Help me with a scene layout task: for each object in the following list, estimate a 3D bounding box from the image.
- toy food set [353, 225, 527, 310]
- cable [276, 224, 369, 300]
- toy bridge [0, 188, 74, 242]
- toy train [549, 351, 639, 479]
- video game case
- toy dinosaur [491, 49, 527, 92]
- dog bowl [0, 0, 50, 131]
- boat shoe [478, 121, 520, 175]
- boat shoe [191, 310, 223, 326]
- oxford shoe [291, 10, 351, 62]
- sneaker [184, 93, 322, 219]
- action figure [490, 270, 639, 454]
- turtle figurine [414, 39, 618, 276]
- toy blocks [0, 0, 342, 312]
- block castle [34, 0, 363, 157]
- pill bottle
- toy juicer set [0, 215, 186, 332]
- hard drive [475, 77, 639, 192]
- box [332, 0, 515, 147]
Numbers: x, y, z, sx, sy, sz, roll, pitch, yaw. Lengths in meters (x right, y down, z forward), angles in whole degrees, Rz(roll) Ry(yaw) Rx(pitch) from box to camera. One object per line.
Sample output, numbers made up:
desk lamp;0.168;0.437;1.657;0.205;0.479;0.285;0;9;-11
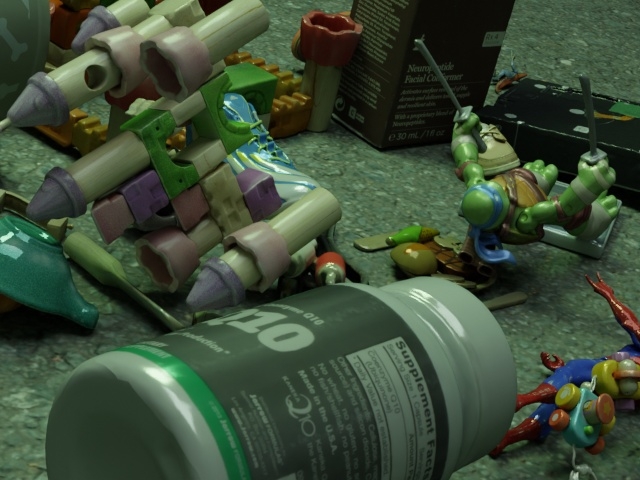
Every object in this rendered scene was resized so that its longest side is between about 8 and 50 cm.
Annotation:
toy food set;0.144;0.021;1.655;0.132;0.038;0.192;-13;36;-42
cable;0.000;0.000;1.593;0.139;0.072;0.287;10;26;5
toy bridge;-0.361;-0.036;1.562;0.188;0.026;0.063;14;25;2
toy train;0.290;0.171;1.342;0.166;0.046;0.125;-20;85;-39
video game case;0.291;-0.044;1.872;0.190;0.022;0.173;19;27;12
toy dinosaur;0.305;-0.262;2.323;0.082;0.047;0.090;9;58;-28
dog bowl;-0.478;-0.266;1.631;0.349;0.349;0.102;23;25;21
boat shoe;0.219;-0.129;1.928;0.063;0.059;0.170;-18;17;-11
boat shoe;-0.103;0.104;1.365;0.045;0.050;0.135;5;26;-4
oxford shoe;0.089;-0.286;2.194;0.271;0.097;0.098;0;34;-24
sneaker;-0.089;-0.100;1.640;0.091;0.126;0.240;-18;22;-41
action figure;0.247;0.119;1.440;0.280;0.091;0.139;-8;42;-36
turtle figurine;0.257;-0.097;1.671;0.198;0.274;0.266;-9;-9;26
toy blocks;-0.192;-0.076;1.436;0.260;0.288;0.309;-37;31;-27
block castle;-0.189;-0.256;1.871;0.303;0.213;0.453;28;30;30
pill bottle;-0.018;0.148;1.141;0.204;0.204;0.361;32;32;35
toy juicer set;-0.314;0.017;1.420;0.329;0.089;0.209;27;6;-32
hard drive;0.413;-0.147;2.052;0.339;0.064;0.237;15;25;21
box;0.158;-0.328;1.973;0.191;0.381;0.143;-9;33;-37
